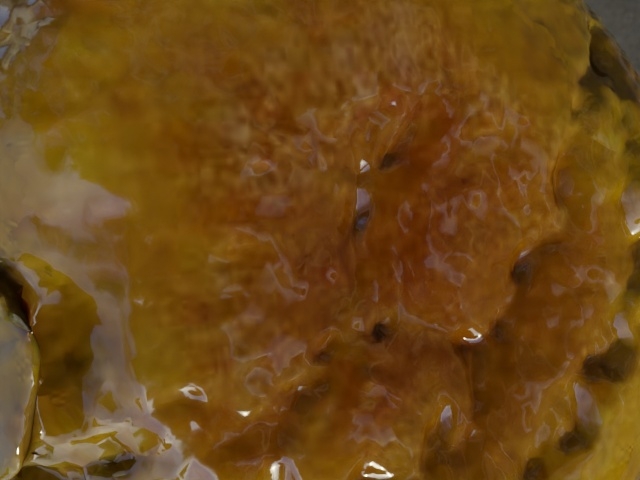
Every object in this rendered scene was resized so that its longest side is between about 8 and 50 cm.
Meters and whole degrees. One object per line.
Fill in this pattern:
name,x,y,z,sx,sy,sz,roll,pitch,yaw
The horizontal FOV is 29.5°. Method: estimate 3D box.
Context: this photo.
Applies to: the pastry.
pastry,0.000,0.000,0.503,0.356,0.356,0.164,52,165,-6
